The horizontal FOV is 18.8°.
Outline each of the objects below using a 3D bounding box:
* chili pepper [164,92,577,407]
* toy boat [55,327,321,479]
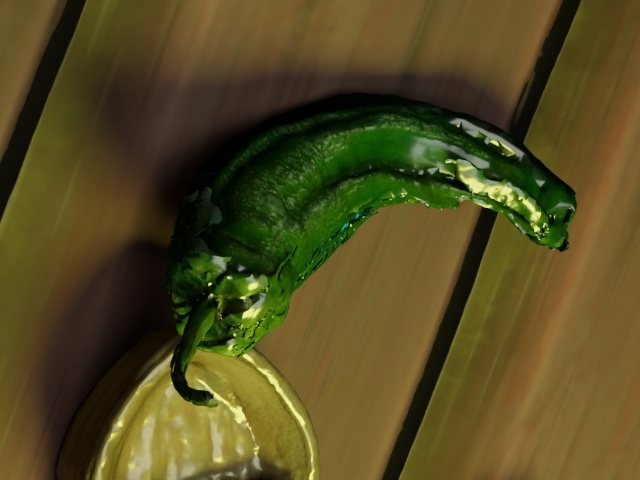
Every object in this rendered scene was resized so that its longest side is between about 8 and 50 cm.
[{"bbox_3d":[0.000,0.000,0.872,0.279,0.122,0.065,-28,143,-43],"label":"chili pepper"},{"bbox_3d":[-0.062,0.123,0.896,0.116,0.061,0.188,-6,105,-26],"label":"toy boat"}]
